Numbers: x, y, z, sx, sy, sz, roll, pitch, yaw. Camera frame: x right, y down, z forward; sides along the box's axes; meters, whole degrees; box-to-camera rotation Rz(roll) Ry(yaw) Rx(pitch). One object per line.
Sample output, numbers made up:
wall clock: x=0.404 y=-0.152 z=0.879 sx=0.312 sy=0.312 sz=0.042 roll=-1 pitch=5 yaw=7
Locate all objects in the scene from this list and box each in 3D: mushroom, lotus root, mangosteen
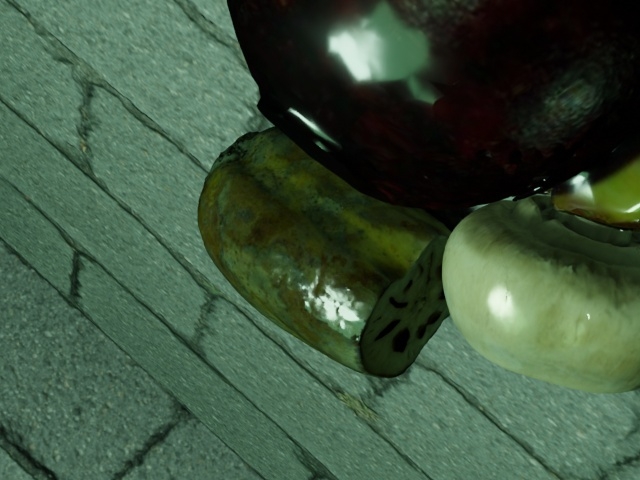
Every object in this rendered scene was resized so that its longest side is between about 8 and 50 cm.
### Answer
mushroom: x=0.260 y=0.022 z=1.231 sx=0.254 sy=0.260 sz=0.234 roll=33 pitch=116 yaw=42
lotus root: x=0.000 y=0.000 z=1.553 sx=0.346 sy=0.250 sz=0.250 roll=39 pitch=154 yaw=24
mangosteen: x=0.121 y=-0.181 z=0.938 sx=0.381 sy=0.381 sz=0.421 roll=4 pitch=139 yaw=53
